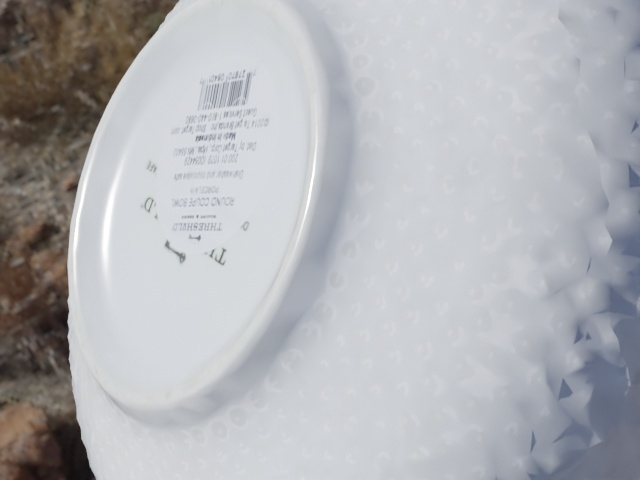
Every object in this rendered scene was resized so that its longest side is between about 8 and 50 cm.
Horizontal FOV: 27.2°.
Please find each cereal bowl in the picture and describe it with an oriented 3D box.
[{"bbox_3d":[0.000,0.000,0.522,0.339,0.141,0.339,-22,61,46],"label":"cereal bowl"}]
